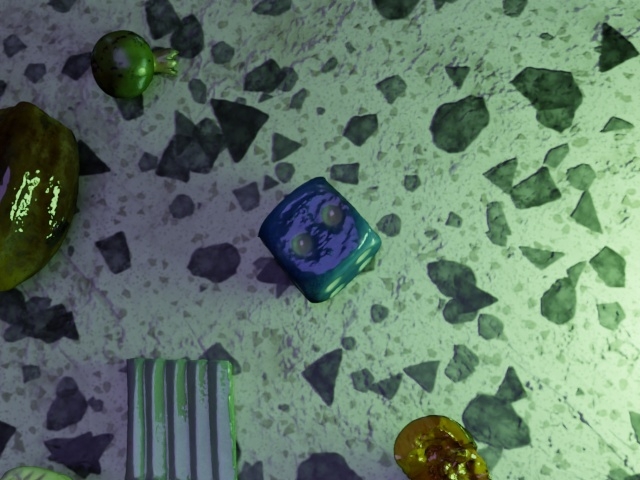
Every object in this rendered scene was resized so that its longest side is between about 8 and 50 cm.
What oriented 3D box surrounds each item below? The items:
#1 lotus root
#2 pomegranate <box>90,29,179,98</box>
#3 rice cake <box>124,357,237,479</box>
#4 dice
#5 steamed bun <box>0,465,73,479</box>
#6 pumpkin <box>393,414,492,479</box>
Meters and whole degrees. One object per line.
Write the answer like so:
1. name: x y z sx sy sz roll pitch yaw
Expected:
1. lotus root: -0.476 -0.057 1.554 0.193 0.193 0.291 13 77 7
2. pomegranate: -0.300 -0.286 1.619 0.142 0.114 0.115 -9 76 -26
3. rice cake: -0.212 0.279 1.524 0.189 0.037 0.198 3 79 4
4. dice: 0.000 0.000 1.511 0.146 0.146 0.143 -40 77 -4
5. steamed bun: -0.403 0.500 1.411 0.275 0.206 0.320 9 53 -6
6. pumpkin: 0.182 0.336 1.449 0.118 0.107 0.184 -21 85 7
